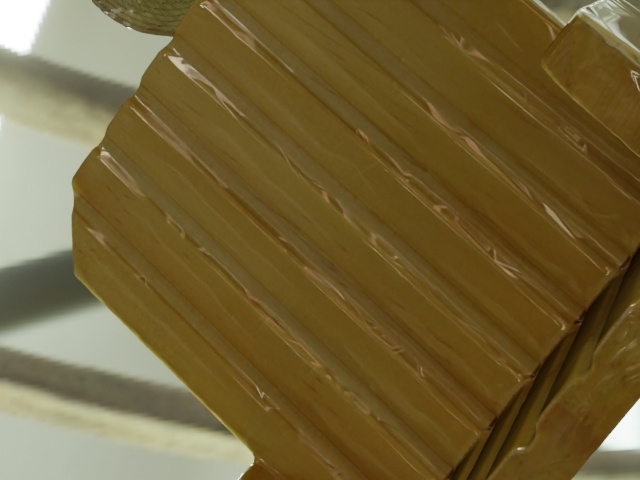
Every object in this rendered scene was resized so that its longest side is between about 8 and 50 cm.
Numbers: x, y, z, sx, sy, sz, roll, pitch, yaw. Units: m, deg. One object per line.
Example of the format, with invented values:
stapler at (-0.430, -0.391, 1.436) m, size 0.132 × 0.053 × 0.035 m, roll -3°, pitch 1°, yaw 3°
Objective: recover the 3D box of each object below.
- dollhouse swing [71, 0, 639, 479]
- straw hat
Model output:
dollhouse swing at (0.000, 0.000, 0.839) m, size 0.305 × 0.347 × 0.315 m, roll 39°, pitch -163°, yaw 5°
straw hat at (-0.115, -0.229, 1.321) m, size 0.061 × 0.144 × 0.144 m, roll 104°, pitch 176°, yaw -50°
